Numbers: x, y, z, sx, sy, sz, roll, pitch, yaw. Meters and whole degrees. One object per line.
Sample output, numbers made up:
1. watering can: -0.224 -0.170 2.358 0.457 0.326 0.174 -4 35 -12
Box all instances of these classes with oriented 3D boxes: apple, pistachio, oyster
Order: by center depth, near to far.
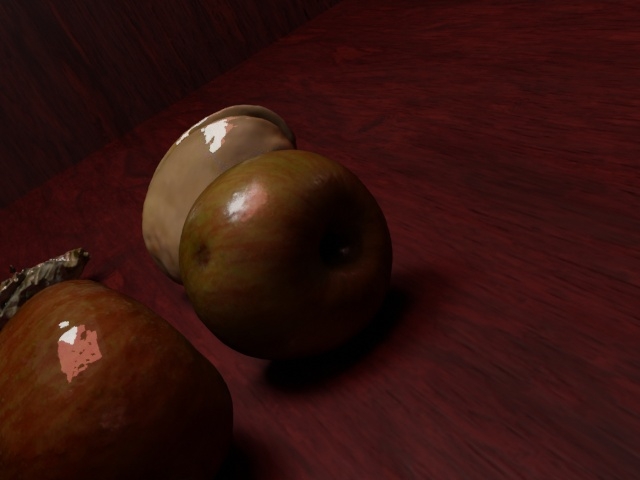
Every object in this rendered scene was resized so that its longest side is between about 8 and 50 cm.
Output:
1. apple: -0.245 0.194 1.160 0.250 0.277 0.309 -53 10 -14
2. apple: -0.053 0.022 1.334 0.264 0.264 0.264 -26 19 10
3. pistachio: -0.154 -0.064 1.729 0.321 0.238 0.229 -57 18 17
4. oyster: -0.596 0.115 2.141 0.354 0.107 0.201 -30 -5 37
